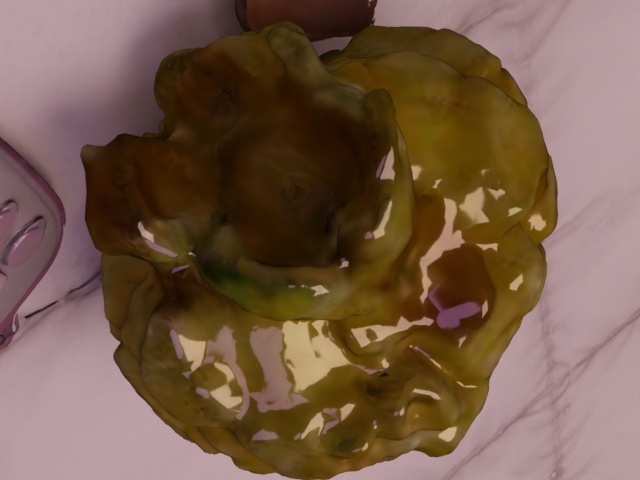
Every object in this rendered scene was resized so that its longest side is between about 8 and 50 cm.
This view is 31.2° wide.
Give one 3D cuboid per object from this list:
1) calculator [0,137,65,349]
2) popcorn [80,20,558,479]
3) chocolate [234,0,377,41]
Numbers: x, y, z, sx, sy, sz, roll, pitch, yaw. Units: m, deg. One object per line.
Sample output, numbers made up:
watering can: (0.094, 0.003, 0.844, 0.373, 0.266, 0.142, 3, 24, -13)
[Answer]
calculator: (-0.248, -0.001, 0.549, 0.194, 0.043, 0.294, -50, 145, -1)
popcorn: (0.000, 0.000, 0.643, 0.270, 0.224, 0.258, -7, 122, -24)
chocolate: (-0.010, -0.149, 0.663, 0.100, 0.031, 0.064, -13, 122, -38)
